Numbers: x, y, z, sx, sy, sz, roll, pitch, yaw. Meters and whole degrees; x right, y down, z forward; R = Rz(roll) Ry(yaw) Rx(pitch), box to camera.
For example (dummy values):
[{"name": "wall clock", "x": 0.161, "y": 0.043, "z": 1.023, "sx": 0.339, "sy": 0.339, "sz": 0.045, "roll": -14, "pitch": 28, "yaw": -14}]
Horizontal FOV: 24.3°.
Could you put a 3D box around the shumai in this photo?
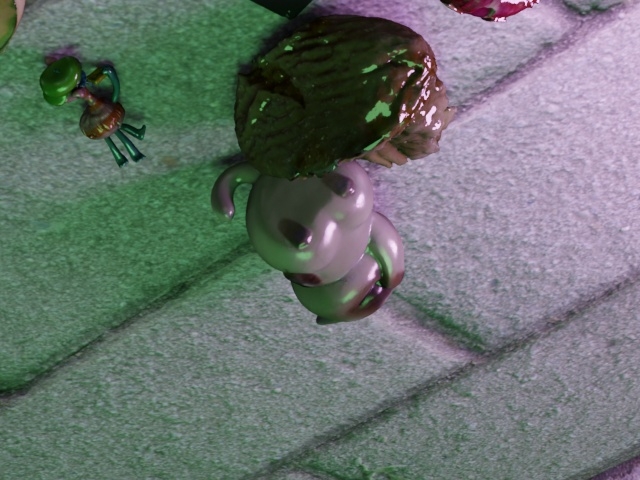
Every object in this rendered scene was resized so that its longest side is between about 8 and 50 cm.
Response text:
[{"name": "shumai", "x": 0.061, "y": -0.217, "z": 2.225, "sx": 0.346, "sy": 0.217, "sz": 0.283, "roll": -31, "pitch": 170, "yaw": 35}]

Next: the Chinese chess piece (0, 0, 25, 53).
[{"name": "Chinese chess piece", "x": -0.517, "y": -0.330, "z": 1.948, "sx": 0.257, "sy": 0.104, "sz": 0.257, "roll": -6, "pitch": 144, "yaw": -4}]

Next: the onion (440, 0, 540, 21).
[{"name": "onion", "x": 0.203, "y": -0.398, "z": 1.960, "sx": 0.230, "sy": 0.230, "sz": 0.163, "roll": 26, "pitch": 167, "yaw": -39}]

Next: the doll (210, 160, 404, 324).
[{"name": "doll", "x": 0.012, "y": -0.002, "z": 2.426, "sx": 0.226, "sy": 0.215, "sz": 0.370, "roll": 15, "pitch": 159, "yaw": 41}]

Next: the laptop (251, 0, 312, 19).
[{"name": "laptop", "x": -0.069, "y": -0.378, "z": 2.058, "sx": 0.180, "sy": 0.016, "sz": 0.129, "roll": 20, "pitch": 136, "yaw": -36}]

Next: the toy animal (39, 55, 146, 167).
[{"name": "toy animal", "x": -0.325, "y": -0.200, "z": 2.190, "sx": 0.103, "sy": 0.100, "sz": 0.208, "roll": -39, "pitch": 130, "yaw": 2}]
